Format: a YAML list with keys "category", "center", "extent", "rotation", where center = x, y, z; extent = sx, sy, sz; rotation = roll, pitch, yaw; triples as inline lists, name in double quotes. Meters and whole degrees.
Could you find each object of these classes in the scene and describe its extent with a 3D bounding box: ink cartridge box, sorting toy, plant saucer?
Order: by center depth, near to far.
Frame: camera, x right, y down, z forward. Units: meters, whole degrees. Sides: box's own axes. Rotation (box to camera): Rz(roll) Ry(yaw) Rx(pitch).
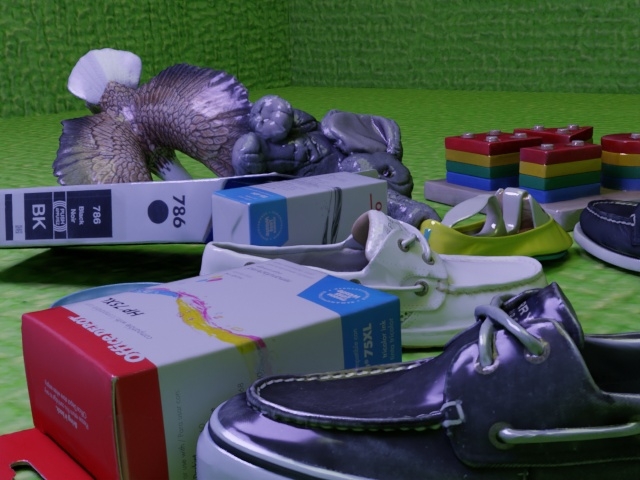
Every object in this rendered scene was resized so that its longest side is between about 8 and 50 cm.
- category: "ink cartridge box"
  center: [-0.081, 0.078, 0.542]
  extent: [0.231, 0.077, 0.134]
  rotation: [-12, 17, -35]
- category: "plant saucer"
  center: [-0.157, 0.060, 0.753]
  extent: [0.119, 0.021, 0.119]
  rotation: [-2, 13, 0]
- category: "ink cartridge box"
  center: [0.000, 0.000, 0.801]
  extent: [0.180, 0.104, 0.060]
  rotation: [-12, 17, -36]
- category: "ink cartridge box"
  center: [-0.169, -0.024, 0.916]
  extent: [0.333, 0.065, 0.165]
  rotation: [-3, -1, 19]
- category: "sorting toy"
  center: [0.307, -0.093, 1.181]
  extent: [0.256, 0.089, 0.257]
  rotation: [-9, 15, -28]

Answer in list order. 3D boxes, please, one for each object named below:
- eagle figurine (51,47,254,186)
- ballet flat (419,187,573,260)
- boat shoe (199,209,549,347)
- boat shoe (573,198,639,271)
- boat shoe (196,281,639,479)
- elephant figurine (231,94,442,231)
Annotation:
- category: "eagle figurine"
  center: [-0.223, -0.128, 1.212]
  extent: [0.225, 0.226, 0.298]
  rotation: [15, 2, -20]
- category: "ballet flat"
  center: [0.167, -0.009, 0.872]
  extent: [0.077, 0.077, 0.231]
  rotation: [10, 18, 44]
- category: "boat shoe"
  center: [0.047, 0.025, 0.704]
  extent: [0.277, 0.096, 0.098]
  rotation: [-5, 13, -13]
- category: "boat shoe"
  center: [0.351, -0.020, 0.813]
  extent: [0.127, 0.113, 0.340]
  rotation: [-7, 14, -19]
- category: "boat shoe"
  center: [0.106, 0.075, 0.436]
  extent: [0.335, 0.119, 0.121]
  rotation: [0, 13, 7]
- category: "elephant figurine"
  center: [0.031, -0.064, 1.039]
  extent: [0.240, 0.186, 0.169]
  rotation: [11, -27, 11]
